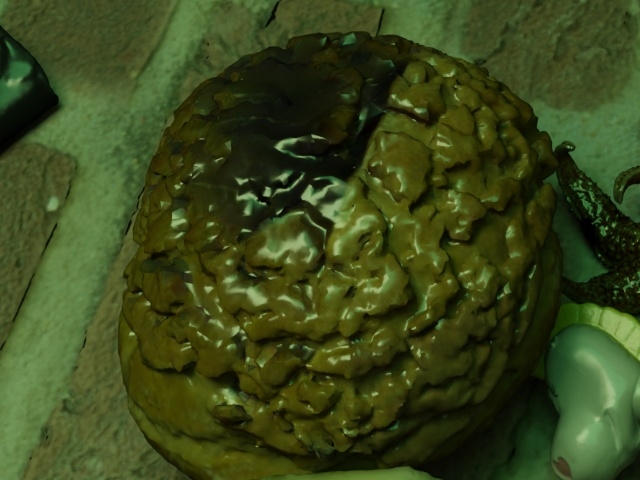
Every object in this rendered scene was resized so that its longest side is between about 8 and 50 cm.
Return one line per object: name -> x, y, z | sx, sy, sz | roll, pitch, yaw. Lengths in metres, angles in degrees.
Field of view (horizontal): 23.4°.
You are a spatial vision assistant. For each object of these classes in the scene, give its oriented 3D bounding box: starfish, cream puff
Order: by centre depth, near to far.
cream puff -> 0.000, 0.000, 1.057 | 0.343, 0.231, 0.327 | -32, 47, -9
starfish -> 0.233, 0.006, 1.142 | 0.190, 0.074, 0.146 | 39, 72, 24

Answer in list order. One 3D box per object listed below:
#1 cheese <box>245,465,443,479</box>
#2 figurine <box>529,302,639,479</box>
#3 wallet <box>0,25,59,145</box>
cheese -> -0.027, 0.288, 0.947 | 0.242, 0.124, 0.265 | -16, 53, 37
figurine -> 0.215, 0.112, 1.071 | 0.178, 0.109, 0.129 | 7, 92, 28
wallet -> -0.438, -0.066, 1.271 | 0.406, 0.062, 0.228 | -42, 65, -15
